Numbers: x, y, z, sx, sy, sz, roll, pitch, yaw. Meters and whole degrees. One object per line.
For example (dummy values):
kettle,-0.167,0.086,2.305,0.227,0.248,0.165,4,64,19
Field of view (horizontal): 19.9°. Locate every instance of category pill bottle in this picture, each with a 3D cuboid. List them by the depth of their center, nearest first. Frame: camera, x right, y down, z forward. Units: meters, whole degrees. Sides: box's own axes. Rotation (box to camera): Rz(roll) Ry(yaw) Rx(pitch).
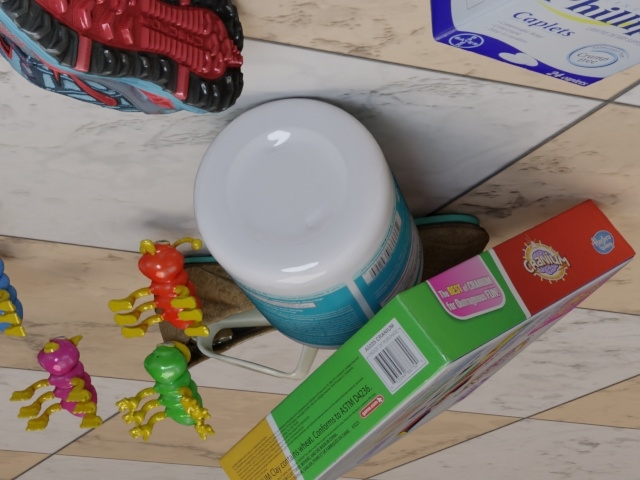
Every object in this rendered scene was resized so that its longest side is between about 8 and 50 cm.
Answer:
pill bottle,0.000,0.000,1.420,0.146,0.146,0.264,-3,162,10

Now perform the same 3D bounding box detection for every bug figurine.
bug figurine,-0.203,0.085,1.668,0.279,0.072,0.216,-1,123,25

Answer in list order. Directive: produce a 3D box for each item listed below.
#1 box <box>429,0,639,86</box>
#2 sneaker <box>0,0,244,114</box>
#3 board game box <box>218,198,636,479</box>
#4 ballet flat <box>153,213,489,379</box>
box,0.153,-0.153,1.055,0.126,0.072,0.137,12,159,-35
sneaker,-0.157,-0.126,1.095,0.125,0.104,0.262,-7,161,28
board game box,0.092,0.093,1.487,0.242,0.064,0.316,-45,167,35
ballet flat,-0.004,0.062,1.654,0.342,0.124,0.116,-9,160,25
